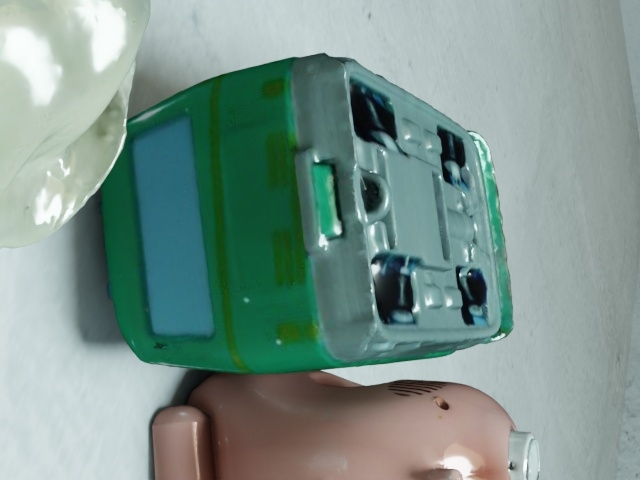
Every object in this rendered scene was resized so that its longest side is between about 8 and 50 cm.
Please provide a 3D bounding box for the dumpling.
[{"bbox_3d":[-0.149,-0.106,0.583,0.162,0.132,0.250,45,46,-55],"label":"dumpling"}]

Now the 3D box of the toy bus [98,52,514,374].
[{"bbox_3d":[0.000,0.000,0.851,0.343,0.199,0.184,12,69,-68],"label":"toy bus"}]

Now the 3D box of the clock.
[{"bbox_3d":[0.033,0.152,0.874,0.227,0.241,0.142,14,71,-67],"label":"clock"}]
